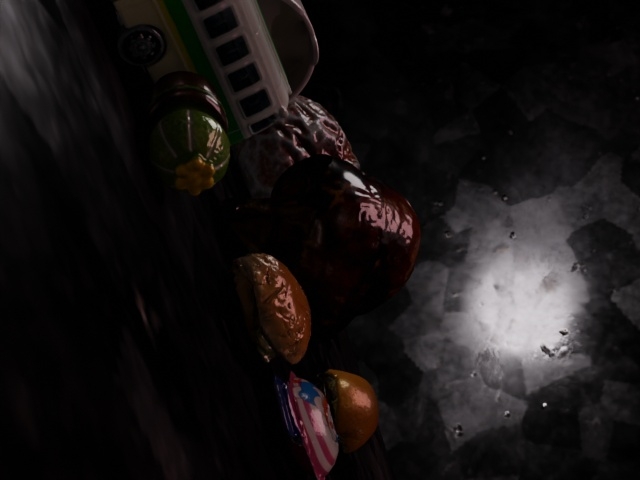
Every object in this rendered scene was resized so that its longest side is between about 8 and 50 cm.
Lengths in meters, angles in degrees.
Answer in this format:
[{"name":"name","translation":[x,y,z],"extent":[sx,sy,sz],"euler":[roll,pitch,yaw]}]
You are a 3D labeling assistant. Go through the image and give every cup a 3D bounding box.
[{"name":"cup","translation":[-0.153,-0.356,1.658],"extent":[0.289,0.219,0.258],"euler":[33,20,-26]}]

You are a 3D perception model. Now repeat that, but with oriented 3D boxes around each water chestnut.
[{"name":"water chestnut","translation":[0.000,0.000,1.503],"extent":[0.244,0.289,0.289],"euler":[62,5,-15]}]

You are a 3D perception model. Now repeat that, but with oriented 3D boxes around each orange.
[{"name":"orange","translation":[0.053,0.308,1.902],"extent":[0.170,0.112,0.160],"euler":[-30,100,-75]}]

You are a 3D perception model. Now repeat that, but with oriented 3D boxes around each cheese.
[{"name":"cheese","translation":[-0.022,0.235,1.335],"extent":[0.244,0.062,0.155],"euler":[63,10,-66]}]

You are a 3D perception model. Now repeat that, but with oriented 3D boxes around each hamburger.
[{"name":"hamburger","translation":[-0.054,0.105,1.349],"extent":[0.102,0.087,0.176],"euler":[-109,180,-54]}]

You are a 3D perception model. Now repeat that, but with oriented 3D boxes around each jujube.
[{"name":"jujube","translation":[-0.031,-0.101,1.900],"extent":[0.226,0.226,0.317],"euler":[31,37,-86]}]

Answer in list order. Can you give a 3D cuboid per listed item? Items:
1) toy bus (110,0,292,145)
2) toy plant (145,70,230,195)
[{"name":"toy bus","translation":[-0.145,-0.240,1.209],"extent":[0.276,0.164,0.134],"euler":[68,2,-46]},{"name":"toy plant","translation":[-0.142,-0.112,1.117],"extent":[0.162,0.092,0.093],"euler":[-107,176,-51]}]
